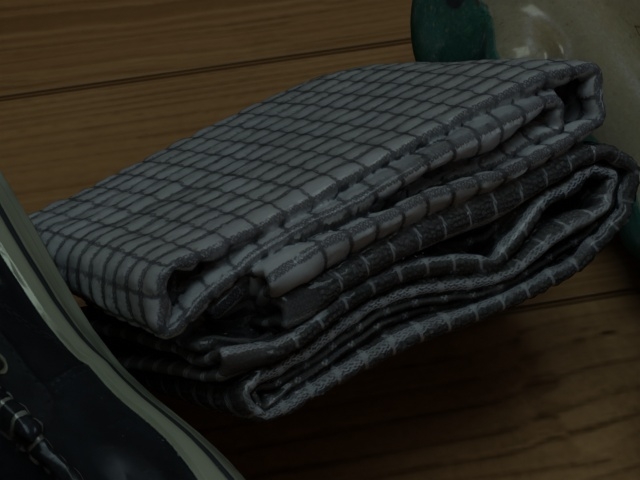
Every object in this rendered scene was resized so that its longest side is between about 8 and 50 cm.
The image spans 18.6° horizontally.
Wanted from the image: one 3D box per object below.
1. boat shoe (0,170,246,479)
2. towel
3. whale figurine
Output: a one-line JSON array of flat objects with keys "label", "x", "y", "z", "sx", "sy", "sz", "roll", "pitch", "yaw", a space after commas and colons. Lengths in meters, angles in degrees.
[{"label": "boat shoe", "x": -0.162, "y": 0.119, "z": 0.943, "sx": 0.156, "sy": 0.187, "sz": 0.500, "roll": -14, "pitch": 55, "yaw": -40}, {"label": "towel", "x": 0.000, "y": 0.000, "z": 1.073, "sx": 0.283, "sy": 0.121, "sz": 0.235, "roll": -28, "pitch": 18, "yaw": -24}, {"label": "whale figurine", "x": 0.155, "y": -0.085, "z": 1.216, "sx": 0.216, "sy": 0.141, "sz": 0.272, "roll": 1, "pitch": 57, "yaw": -54}]
